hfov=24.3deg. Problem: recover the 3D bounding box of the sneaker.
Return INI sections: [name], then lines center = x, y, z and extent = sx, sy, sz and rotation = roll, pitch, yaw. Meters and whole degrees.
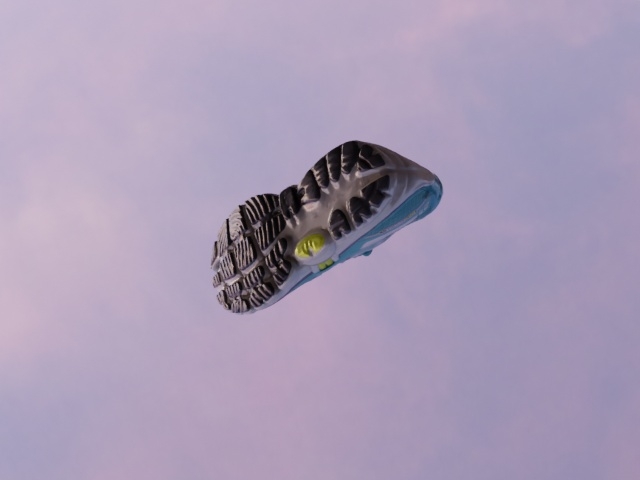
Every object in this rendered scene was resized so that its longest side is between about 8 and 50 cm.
[sneaker]
center = 0.000, 0.000, 1.406
extent = 0.275, 0.110, 0.107
rotation = -28, -115, 39
